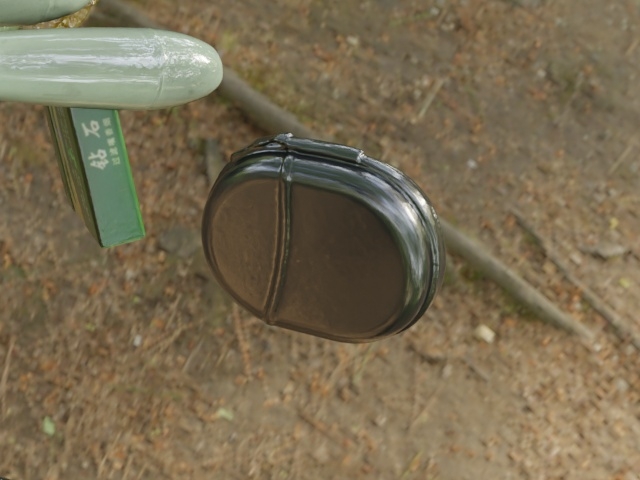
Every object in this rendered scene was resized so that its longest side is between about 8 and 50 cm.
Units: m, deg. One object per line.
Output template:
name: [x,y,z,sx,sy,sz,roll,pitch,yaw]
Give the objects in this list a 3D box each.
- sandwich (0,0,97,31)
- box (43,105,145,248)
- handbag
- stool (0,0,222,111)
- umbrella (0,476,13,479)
sandwich: [-0.383,-0.267,1.688,0.065,0.214,0.186,47,68,-41]
box: [-0.163,-0.076,0.952,0.034,0.235,0.132,-15,103,-12]
handbag: [0.000,0.001,1.679,0.308,0.254,0.093,13,31,17]
stool: [-0.170,-0.168,0.775,0.198,0.195,0.195,-15,38,-37]
umbrella: [-0.419,0.186,1.184,0.340,0.118,0.118,10,50,2]
